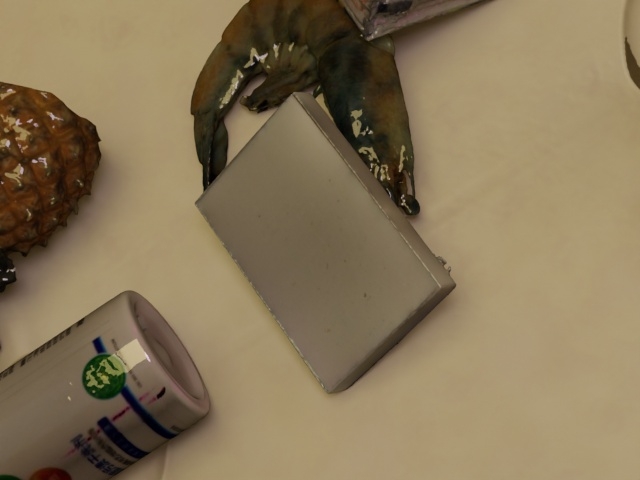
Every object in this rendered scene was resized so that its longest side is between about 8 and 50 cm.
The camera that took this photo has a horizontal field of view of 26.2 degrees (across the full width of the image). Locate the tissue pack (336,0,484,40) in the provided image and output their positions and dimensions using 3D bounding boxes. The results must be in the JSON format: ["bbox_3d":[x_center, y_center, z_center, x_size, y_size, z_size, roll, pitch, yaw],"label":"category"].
[{"bbox_3d":[0.040,-0.209,0.867,0.115,0.065,0.155,-21,60,-26],"label":"tissue pack"}]

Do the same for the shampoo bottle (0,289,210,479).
[{"bbox_3d":[-0.214,0.148,0.825,0.303,0.092,0.092,-33,62,4],"label":"shampoo bottle"}]

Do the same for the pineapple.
[{"bbox_3d":[-0.233,0.013,0.872,0.111,0.119,0.237,18,78,39],"label":"pineapple"}]

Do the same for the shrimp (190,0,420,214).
[{"bbox_3d":[-0.013,-0.072,0.869,0.150,0.051,0.217,-25,60,16],"label":"shrimp"}]

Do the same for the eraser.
[{"bbox_3d":[0.000,0.000,0.810,0.104,0.023,0.150,-46,70,27],"label":"eraser"}]
